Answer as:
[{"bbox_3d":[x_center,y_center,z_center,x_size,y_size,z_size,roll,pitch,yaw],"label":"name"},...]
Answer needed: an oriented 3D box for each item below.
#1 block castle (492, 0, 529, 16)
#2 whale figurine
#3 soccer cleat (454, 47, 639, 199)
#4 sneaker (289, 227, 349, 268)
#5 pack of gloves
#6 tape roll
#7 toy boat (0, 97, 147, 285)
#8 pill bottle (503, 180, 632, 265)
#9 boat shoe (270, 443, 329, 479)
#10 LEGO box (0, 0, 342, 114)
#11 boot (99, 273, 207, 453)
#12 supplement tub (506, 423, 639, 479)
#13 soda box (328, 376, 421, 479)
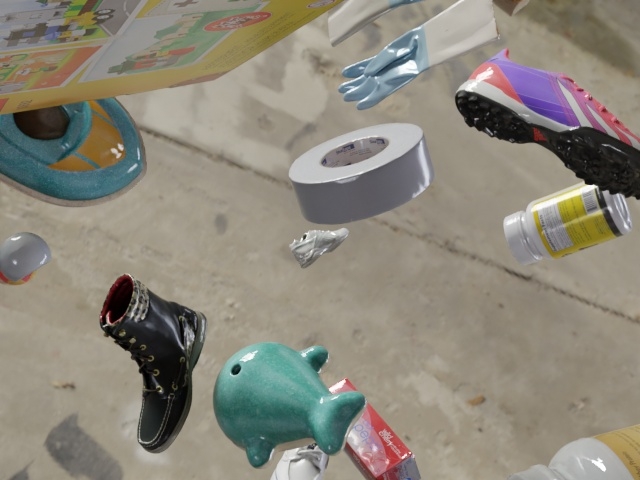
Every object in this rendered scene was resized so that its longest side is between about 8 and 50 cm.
[{"bbox_3d":[0.288,-0.518,1.136,0.213,0.453,0.303,42,4,11],"label":"block castle"},{"bbox_3d":[-0.058,0.243,1.478,0.141,0.272,0.216,47,65,-34],"label":"whale figurine"},{"bbox_3d":[0.334,-0.160,1.269,0.318,0.109,0.116,30,71,29],"label":"soccer cleat"},{"bbox_3d":[0.000,0.000,1.963,0.152,0.054,0.061,-29,75,-42],"label":"sneaker"},{"bbox_3d":[0.116,-0.269,1.199,0.046,0.232,0.195,24,52,-46],"label":"pack of gloves"},{"bbox_3d":[0.063,-0.106,1.491,0.219,0.219,0.072,-44,122,-48],"label":"tape roll"},{"bbox_3d":[-0.372,-0.088,1.310,0.267,0.148,0.318,19,72,-23],"label":"toy boat"},{"bbox_3d":[0.451,-0.034,1.771,0.119,0.208,0.119,40,38,-42],"label":"pill bottle"},{"bbox_3d":[-0.031,0.403,1.787,0.095,0.084,0.258,20,16,-3],"label":"boat shoe"},{"bbox_3d":[-0.177,-0.223,0.652,0.372,0.500,0.193,-13,93,-26],"label":"LEGO box"},{"bbox_3d":[-0.268,0.183,1.451,0.178,0.085,0.237,42,53,-46],"label":"boot"},{"bbox_3d":[0.237,0.190,0.636,0.199,0.144,0.144,-12,54,-8],"label":"supplement tub"},{"bbox_3d":[0.087,0.393,1.927,0.092,0.083,0.263,-29,39,-15],"label":"soda box"}]
